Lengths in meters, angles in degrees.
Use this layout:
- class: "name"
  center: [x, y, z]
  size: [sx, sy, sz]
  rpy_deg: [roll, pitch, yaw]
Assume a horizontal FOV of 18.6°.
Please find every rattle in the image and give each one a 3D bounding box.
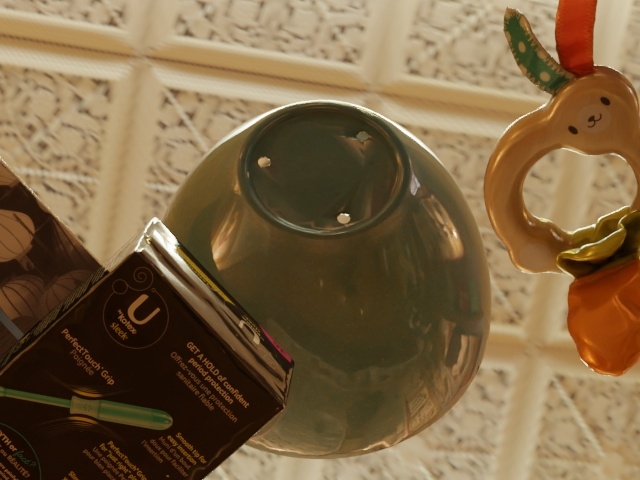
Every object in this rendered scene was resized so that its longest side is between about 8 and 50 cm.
- class: "rattle"
  center: [0.158, -0.040, 1.216]
  size: [0.130, 0.143, 0.199]
  rpy_deg: [11, -52, 17]

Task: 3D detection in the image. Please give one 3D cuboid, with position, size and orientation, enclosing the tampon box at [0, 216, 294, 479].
- class: "tampon box"
  center: [-0.114, 0.089, 1.096]
  size: [0.161, 0.101, 0.120]
  rpy_deg: [-42, -83, 9]

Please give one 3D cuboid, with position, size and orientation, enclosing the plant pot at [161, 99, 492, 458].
- class: "plant pot"
  center: [0.000, 0.000, 1.561]
  size: [0.290, 0.290, 0.195]
  rpy_deg: [-20, -32, -15]

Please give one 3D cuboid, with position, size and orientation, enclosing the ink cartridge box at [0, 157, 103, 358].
- class: "ink cartridge box"
  center: [-0.234, 0.067, 1.503]
  size: [0.165, 0.065, 0.333]
  rpy_deg: [-43, -110, -10]
